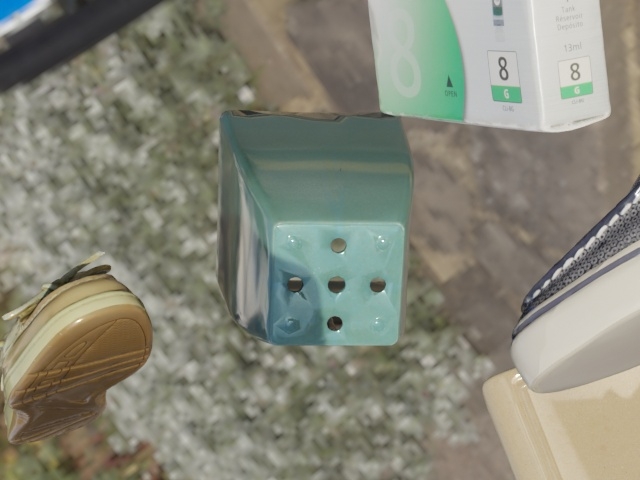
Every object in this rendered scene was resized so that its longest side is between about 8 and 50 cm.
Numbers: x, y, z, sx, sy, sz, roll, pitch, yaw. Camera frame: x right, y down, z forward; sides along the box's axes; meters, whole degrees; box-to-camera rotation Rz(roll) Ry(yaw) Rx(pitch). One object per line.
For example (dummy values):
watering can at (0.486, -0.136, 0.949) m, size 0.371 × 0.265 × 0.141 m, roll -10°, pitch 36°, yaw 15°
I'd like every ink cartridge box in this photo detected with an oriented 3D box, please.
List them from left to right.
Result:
ink cartridge box at (0.085, -0.180, 0.976) m, size 0.181 × 0.056 × 0.224 m, roll 15°, pitch 117°, yaw 62°

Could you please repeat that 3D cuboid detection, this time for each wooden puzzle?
wooden puzzle at (0.295, 0.190, 1.553) m, size 0.044 × 0.239 × 0.221 m, roll 5°, pitch -116°, yaw -80°

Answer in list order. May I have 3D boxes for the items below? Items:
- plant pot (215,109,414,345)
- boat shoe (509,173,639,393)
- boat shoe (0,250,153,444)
plant pot at (0.000, 0.000, 1.436) m, size 0.234 × 0.166 × 0.165 m, roll -107°, pitch 18°, yaw -70°
boat shoe at (0.220, -0.067, 0.896) m, size 0.158 × 0.341 × 0.127 m, roll 61°, pitch -166°, yaw 22°
boat shoe at (-0.197, 0.076, 1.252) m, size 0.285 × 0.105 × 0.089 m, roll -48°, pitch 58°, yaw 61°
